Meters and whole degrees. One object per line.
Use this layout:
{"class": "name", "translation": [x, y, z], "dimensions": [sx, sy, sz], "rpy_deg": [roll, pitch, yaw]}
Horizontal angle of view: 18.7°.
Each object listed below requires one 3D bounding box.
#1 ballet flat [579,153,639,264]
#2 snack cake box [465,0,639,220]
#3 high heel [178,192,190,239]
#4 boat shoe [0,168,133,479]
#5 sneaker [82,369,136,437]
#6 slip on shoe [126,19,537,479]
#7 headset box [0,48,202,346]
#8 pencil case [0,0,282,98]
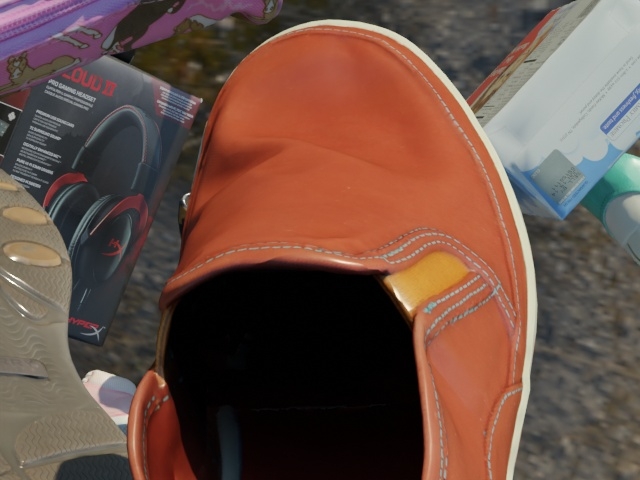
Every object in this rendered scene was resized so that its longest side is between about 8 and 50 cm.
{"class": "ballet flat", "translation": [0.331, -0.002, 1.770], "dimensions": [0.247, 0.083, 0.087], "rpy_deg": [27, 41, -4]}
{"class": "snack cake box", "translation": [0.176, -0.100, 1.463], "dimensions": [0.089, 0.264, 0.152], "rpy_deg": [42, 90, -5]}
{"class": "high heel", "translation": [0.000, 0.000, 1.773], "dimensions": [0.186, 0.261, 0.093], "rpy_deg": [50, 38, -27]}
{"class": "boat shoe", "translation": [-0.171, 0.069, 0.857], "dimensions": [0.123, 0.324, 0.116], "rpy_deg": [11, 122, -29]}
{"class": "sneaker", "translation": [-0.237, 0.166, 1.877], "dimensions": [0.134, 0.070, 0.051], "rpy_deg": [-8, 144, 3]}
{"class": "slip on shoe", "translation": [0.001, 0.027, 0.591], "dimensions": [0.123, 0.331, 0.101], "rpy_deg": [-12, 129, 12]}
{"class": "headset box", "translation": [-0.253, -0.070, 1.820], "dimensions": [0.218, 0.110, 0.293], "rpy_deg": [23, 89, -52]}
{"class": "pencil case", "translation": [-0.210, -0.138, 1.113], "dimensions": [0.386, 0.160, 0.167], "rpy_deg": [-24, 75, -19]}
